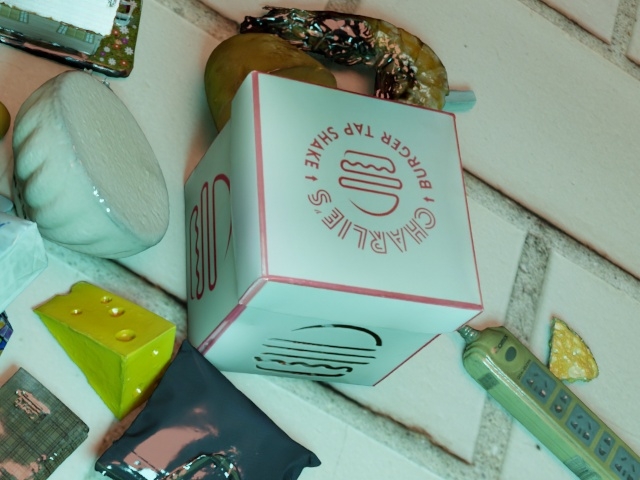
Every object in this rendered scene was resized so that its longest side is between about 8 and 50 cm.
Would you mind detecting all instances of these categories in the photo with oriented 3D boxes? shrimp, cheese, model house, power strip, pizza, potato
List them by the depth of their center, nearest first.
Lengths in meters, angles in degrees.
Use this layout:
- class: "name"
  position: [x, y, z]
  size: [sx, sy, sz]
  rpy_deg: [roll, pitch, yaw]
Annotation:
- class: "cheese"
  position: [-0.283, 0.122, 1.485]
  size: [0.171, 0.126, 0.093]
  rpy_deg: [36, 48, 20]
- class: "model house"
  position: [-0.384, -0.389, 1.663]
  size: [0.294, 0.154, 0.207]
  rpy_deg: [16, 58, -20]
- class: "potato"
  position: [-0.101, -0.245, 1.739]
  size: [0.204, 0.178, 0.158]
  rpy_deg: [-26, 61, -22]
- class: "power strip"
  position: [0.354, 0.259, 1.756]
  size: [0.387, 0.066, 0.092]
  rpy_deg: [43, 49, 0]
- class: "pizza"
  position: [0.388, 0.190, 1.838]
  size: [0.109, 0.026, 0.123]
  rpy_deg: [-34, 85, -35]
- class: "shrimp"
  position: [0.044, -0.283, 1.882]
  size: [0.365, 0.071, 0.233]
  rpy_deg: [8, 59, -18]

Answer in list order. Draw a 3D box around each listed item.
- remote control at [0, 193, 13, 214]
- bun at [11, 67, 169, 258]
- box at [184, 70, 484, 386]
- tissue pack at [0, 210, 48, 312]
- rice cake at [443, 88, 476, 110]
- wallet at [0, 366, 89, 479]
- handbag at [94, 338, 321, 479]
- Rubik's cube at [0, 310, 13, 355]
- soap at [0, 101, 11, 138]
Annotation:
- class: "remote control"
  position: [-0.493, -0.082, 1.507]
  size: [0.184, 0.027, 0.050]
  rpy_deg: [32, 53, -11]
- class: "bun"
  position: [-0.333, -0.080, 1.517]
  size: [0.263, 0.175, 0.263]
  rpy_deg: [56, 16, -25]
- class: "box"
  position: [0.000, 0.000, 1.558]
  size: [0.314, 0.300, 0.312]
  rpy_deg: [9, 60, -24]
- class: "tissue pack"
  position: [-0.480, 0.017, 1.344]
  size: [0.263, 0.089, 0.177]
  rpy_deg: [20, 49, 23]
- class: "rice cake"
  position: [0.189, -0.245, 1.972]
  size: [0.180, 0.030, 0.042]
  rpy_deg: [-3, 59, -30]
- class: "wallet"
  position: [-0.388, 0.266, 1.359]
  size: [0.124, 0.042, 0.230]
  rpy_deg: [44, 52, -4]
- class: "handbag"
  position: [-0.138, 0.283, 1.456]
  size: [0.254, 0.089, 0.211]
  rpy_deg: [44, 55, -12]
- class: "Rubik's cube"
  position: [-0.431, 0.105, 1.394]
  size: [0.111, 0.111, 0.093]
  rpy_deg: [26, 29, -14]
- class: "soap"
  position: [-0.489, -0.185, 1.557]
  size: [0.140, 0.045, 0.089]
  rpy_deg: [40, 55, -3]
